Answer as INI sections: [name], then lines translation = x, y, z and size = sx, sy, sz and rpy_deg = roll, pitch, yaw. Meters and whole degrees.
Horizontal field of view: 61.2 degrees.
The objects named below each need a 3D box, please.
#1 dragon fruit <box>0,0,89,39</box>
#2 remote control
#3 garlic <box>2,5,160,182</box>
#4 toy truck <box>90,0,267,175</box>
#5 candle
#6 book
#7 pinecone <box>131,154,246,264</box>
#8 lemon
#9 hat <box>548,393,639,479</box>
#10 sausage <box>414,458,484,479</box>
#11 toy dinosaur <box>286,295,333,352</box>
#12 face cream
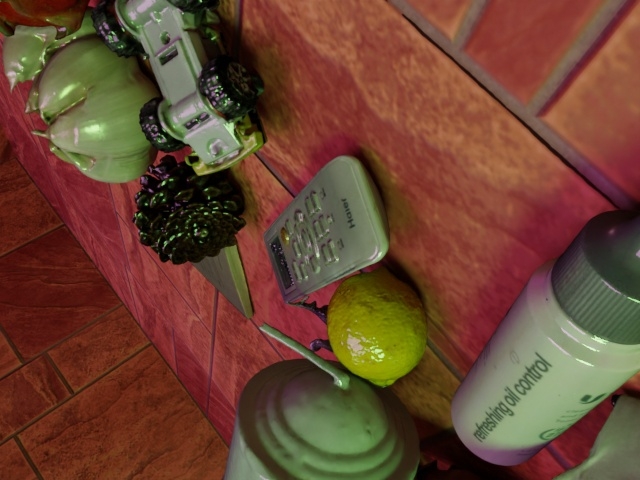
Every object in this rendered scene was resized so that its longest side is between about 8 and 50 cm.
[dragon fruit]
translation = -0.353, -0.369, 0.651
size = 0.198, 0.200, 0.269
rpy_deg = 49, 154, -12
[remote control]
translation = 0.000, 0.000, 0.648
size = 0.313, 0.055, 0.109
rpy_deg = -36, 71, 66
[garlic]
translation = -0.347, -0.216, 0.822
size = 0.185, 0.203, 0.281
rpy_deg = 9, 126, 34
[toy truck]
translation = -0.151, -0.214, 0.587
size = 0.136, 0.111, 0.285
rpy_deg = -20, 95, 31
[candle]
translation = -0.008, 0.275, 0.634
size = 0.221, 0.221, 0.342
rpy_deg = 37, 127, 32
[book]
translation = -0.239, 0.016, 1.089
size = 0.283, 0.025, 0.214
rpy_deg = 36, 148, 35
[pinecone]
translation = -0.204, -0.056, 0.815
size = 0.163, 0.163, 0.165
rpy_deg = 88, 157, -47
[lemon]
translation = 0.061, 0.094, 0.583
size = 0.109, 0.109, 0.133
rpy_deg = 0, 94, 59
[hat]
translation = 0.232, 0.287, 0.374
size = 0.257, 0.301, 0.168
rpy_deg = 61, 175, -12
[sausage]
translation = 0.173, 0.376, 0.599
size = 0.279, 0.152, 0.152
rpy_deg = -112, 4, -59
[toy dinosaur]
translation = 0.029, 0.129, 0.715
size = 0.082, 0.039, 0.209
rpy_deg = -22, 127, 35
[face cream]
translation = 0.178, 0.077, 0.398
size = 0.092, 0.092, 0.311
rpy_deg = 43, 149, 25
